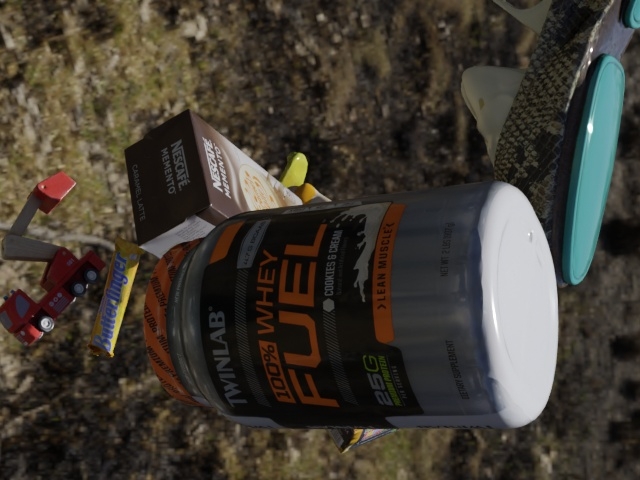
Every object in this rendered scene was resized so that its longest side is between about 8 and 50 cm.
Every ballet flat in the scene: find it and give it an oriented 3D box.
[{"bbox_3d":[0.239,-0.202,0.934,0.164,0.182,0.482,3,106,-62],"label":"ballet flat"}]

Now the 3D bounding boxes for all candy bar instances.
[{"bbox_3d":[-0.265,0.075,1.249,0.018,0.040,0.161,-72,180,-80],"label":"candy bar"}]

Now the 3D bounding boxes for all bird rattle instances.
[{"bbox_3d":[0.000,0.000,1.380,0.143,0.207,0.253,-43,96,-16],"label":"bird rattle"}]

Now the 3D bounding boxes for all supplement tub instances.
[{"bbox_3d":[0.022,0.061,0.811,0.193,0.316,0.193,21,66,-58],"label":"supplement tub"}]

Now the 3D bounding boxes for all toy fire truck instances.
[{"bbox_3d":[-0.342,0.021,1.192,0.135,0.047,0.192,46,53,-11],"label":"toy fire truck"}]

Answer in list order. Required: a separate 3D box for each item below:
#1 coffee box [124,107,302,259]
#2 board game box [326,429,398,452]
[{"bbox_3d":[-0.108,-0.023,1.133,0.246,0.098,0.141,37,30,-52],"label":"coffee box"},{"bbox_3d":[0.041,0.139,1.094,0.141,0.048,0.170,-15,56,-34],"label":"board game box"}]
